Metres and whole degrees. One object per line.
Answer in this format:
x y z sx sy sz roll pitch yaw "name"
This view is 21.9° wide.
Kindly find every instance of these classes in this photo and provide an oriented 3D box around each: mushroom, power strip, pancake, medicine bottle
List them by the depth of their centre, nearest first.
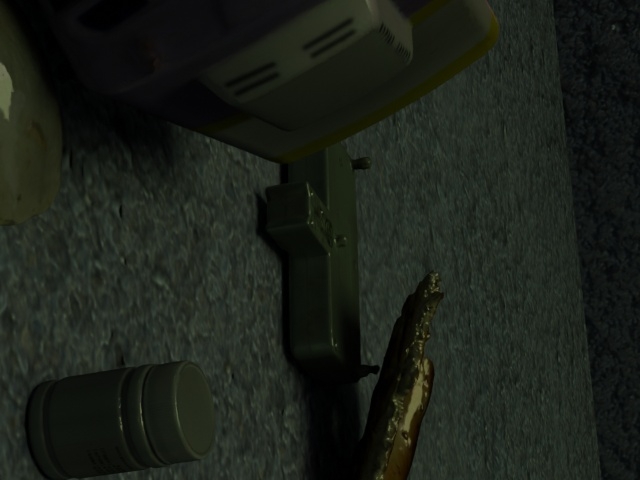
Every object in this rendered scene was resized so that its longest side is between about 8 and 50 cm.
-0.192 -0.115 0.794 0.116 0.093 0.225 -37 119 -54 "mushroom"
-0.111 0.101 0.928 0.058 0.091 0.058 -10 90 -73 "medicine bottle"
0.070 0.146 1.378 0.266 0.057 0.244 -74 -178 -59 "pancake"
0.000 0.000 1.388 0.145 0.061 0.216 50 34 -60 "power strip"

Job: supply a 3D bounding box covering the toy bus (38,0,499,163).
-0.038 -0.186 0.970 0.249 0.209 0.440 63 8 7 "toy bus"
